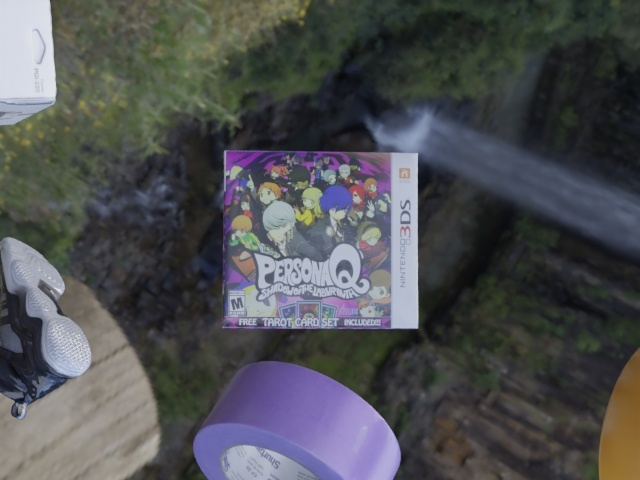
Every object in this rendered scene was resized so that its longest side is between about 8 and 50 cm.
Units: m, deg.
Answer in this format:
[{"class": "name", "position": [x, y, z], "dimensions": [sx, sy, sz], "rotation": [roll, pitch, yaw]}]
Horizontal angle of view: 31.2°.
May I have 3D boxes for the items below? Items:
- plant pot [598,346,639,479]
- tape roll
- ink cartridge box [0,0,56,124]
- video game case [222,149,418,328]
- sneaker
[{"class": "plant pot", "position": [0.396, 0.201, 1.071], "dimensions": [0.205, 0.188, 0.205], "rotation": [-9, 103, -44]}, {"class": "tape roll", "position": [-0.023, 0.208, 1.113], "dimensions": [0.189, 0.189, 0.080], "rotation": [93, 22, -49]}, {"class": "ink cartridge box", "position": [-0.449, -0.253, 1.614], "dimensions": [0.092, 0.218, 0.159], "rotation": [-5, 90, -31]}, {"class": "video game case", "position": [0.000, 0.000, 1.349], "dimensions": [0.042, 0.232, 0.210], "rotation": [128, -37, -84]}, {"class": "sneaker", "position": [-0.426, 0.121, 1.593], "dimensions": [0.153, 0.269, 0.101], "rotation": [-44, 141, 11]}]
